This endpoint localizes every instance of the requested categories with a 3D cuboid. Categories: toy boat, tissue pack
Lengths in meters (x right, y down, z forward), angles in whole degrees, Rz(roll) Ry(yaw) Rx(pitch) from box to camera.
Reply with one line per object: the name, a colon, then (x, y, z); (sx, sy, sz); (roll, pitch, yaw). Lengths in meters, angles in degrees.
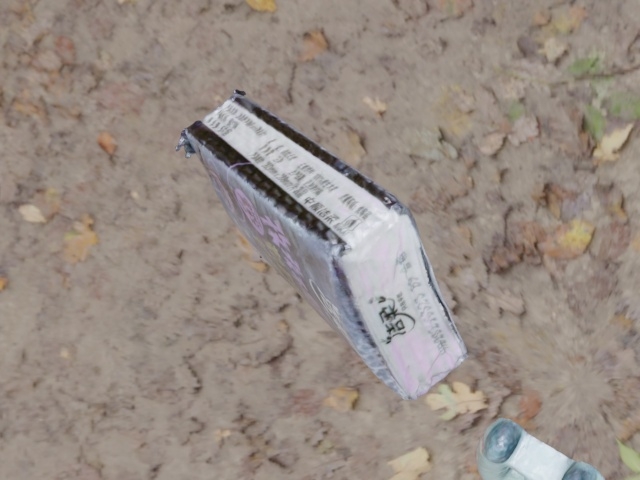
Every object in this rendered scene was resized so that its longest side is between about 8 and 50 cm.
toy boat: (0.213, 0.245, 0.959); (0.134, 0.207, 0.078); (26, 76, 21)
tissue pack: (0.000, 0.000, 1.118); (0.122, 0.259, 0.361); (-39, 40, -11)
